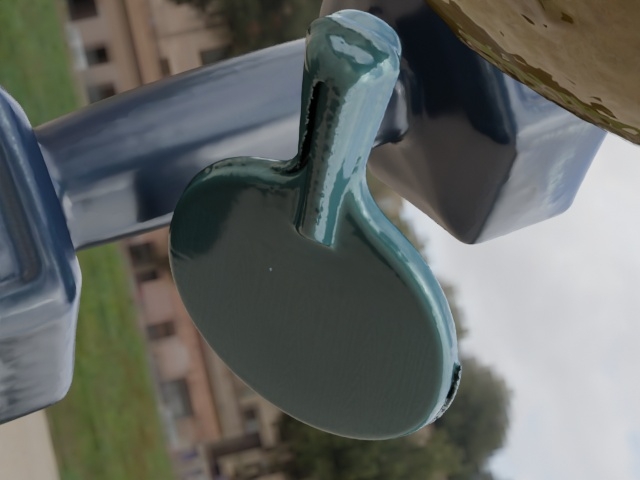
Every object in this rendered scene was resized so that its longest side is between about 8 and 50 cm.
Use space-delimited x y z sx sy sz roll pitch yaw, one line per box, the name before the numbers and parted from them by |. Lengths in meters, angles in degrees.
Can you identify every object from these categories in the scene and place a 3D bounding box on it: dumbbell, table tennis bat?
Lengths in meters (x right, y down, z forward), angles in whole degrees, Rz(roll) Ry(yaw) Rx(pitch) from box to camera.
dumbbell | -0.040 -0.041 0.759 0.143 0.316 0.156 60 -23 24
table tennis bat | 0.000 0.000 0.669 0.124 0.033 0.201 29 -39 16

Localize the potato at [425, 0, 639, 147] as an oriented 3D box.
potato | 0.134 -0.083 0.429 0.239 0.299 0.116 36 51 -52
